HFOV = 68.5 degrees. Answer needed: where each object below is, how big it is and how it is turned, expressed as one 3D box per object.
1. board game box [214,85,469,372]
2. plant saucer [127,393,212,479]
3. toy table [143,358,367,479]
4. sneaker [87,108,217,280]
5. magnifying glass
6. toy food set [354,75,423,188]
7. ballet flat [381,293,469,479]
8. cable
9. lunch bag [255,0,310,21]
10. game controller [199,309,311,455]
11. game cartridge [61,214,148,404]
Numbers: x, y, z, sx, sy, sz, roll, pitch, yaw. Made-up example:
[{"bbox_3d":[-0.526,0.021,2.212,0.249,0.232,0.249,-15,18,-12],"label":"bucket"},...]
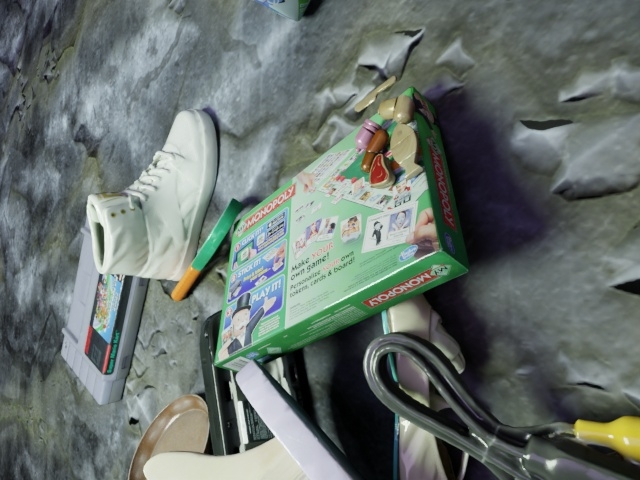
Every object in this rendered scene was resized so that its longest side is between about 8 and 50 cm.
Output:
[{"bbox_3d":[0.000,0.000,0.526,0.317,0.046,0.214,-32,42,36],"label":"board game box"},{"bbox_3d":[-0.217,0.315,0.700,0.168,0.029,0.169,-29,37,25],"label":"plant saucer"},{"bbox_3d":[-0.035,0.269,0.453,0.161,0.252,0.274,-42,58,-12],"label":"toy table"},{"bbox_3d":[-0.270,-0.079,0.744,0.108,0.169,0.293,15,95,43],"label":"sneaker"},{"bbox_3d":[-0.181,0.022,0.728,0.231,0.026,0.092,-51,14,37],"label":"magnifying glass"},{"bbox_3d":[0.064,-0.098,0.459,0.078,0.019,0.122,-28,52,39],"label":"toy food set"},{"bbox_3d":[0.107,0.145,0.461,0.086,0.086,0.249,-7,83,41],"label":"ballet flat"},{"bbox_3d":[0.165,0.170,0.379,0.287,0.072,0.140,17,102,32],"label":"cable"},{"bbox_3d":[-0.123,-0.422,0.589,0.115,0.243,0.303,-46,58,30],"label":"lunch bag"},{"bbox_3d":[-0.084,0.240,0.635,0.166,0.067,0.320,-19,74,24],"label":"game controller"},{"bbox_3d":[-0.439,0.119,0.952,0.230,0.068,0.355,23,102,45],"label":"game cartridge"}]
